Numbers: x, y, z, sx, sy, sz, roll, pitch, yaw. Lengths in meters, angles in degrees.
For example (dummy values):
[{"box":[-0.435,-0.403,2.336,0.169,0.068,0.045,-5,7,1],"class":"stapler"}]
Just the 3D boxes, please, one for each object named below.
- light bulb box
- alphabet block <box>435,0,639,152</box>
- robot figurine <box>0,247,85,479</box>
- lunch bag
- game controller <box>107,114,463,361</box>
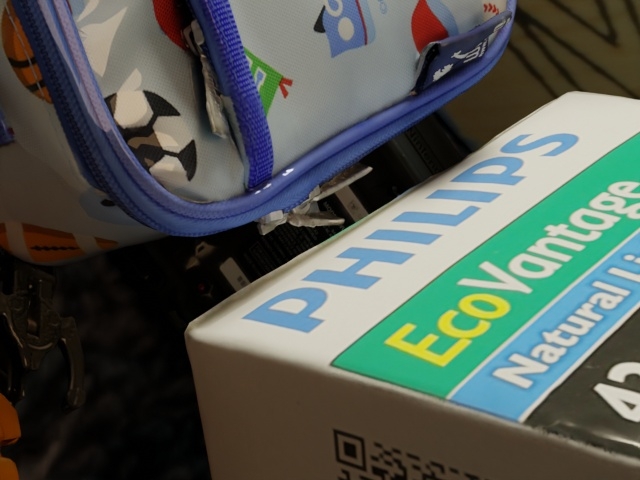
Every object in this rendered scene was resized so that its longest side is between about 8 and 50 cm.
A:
[{"box":[0.182,0.168,0.459,0.225,0.361,0.358,-32,124,-42],"class":"light bulb box"},{"box":[0.146,-0.161,0.706,0.193,0.197,0.192,44,54,-22],"class":"alphabet block"},{"box":[-0.162,0.057,0.423,0.211,0.085,0.291,18,51,-49],"class":"robot figurine"},{"box":[-0.057,-0.145,0.484,0.243,0.115,0.303,-31,104,-45],"class":"lunch bag"},{"box":[0.000,0.000,0.640,0.166,0.067,0.319,-42,105,-24],"class":"game controller"}]
